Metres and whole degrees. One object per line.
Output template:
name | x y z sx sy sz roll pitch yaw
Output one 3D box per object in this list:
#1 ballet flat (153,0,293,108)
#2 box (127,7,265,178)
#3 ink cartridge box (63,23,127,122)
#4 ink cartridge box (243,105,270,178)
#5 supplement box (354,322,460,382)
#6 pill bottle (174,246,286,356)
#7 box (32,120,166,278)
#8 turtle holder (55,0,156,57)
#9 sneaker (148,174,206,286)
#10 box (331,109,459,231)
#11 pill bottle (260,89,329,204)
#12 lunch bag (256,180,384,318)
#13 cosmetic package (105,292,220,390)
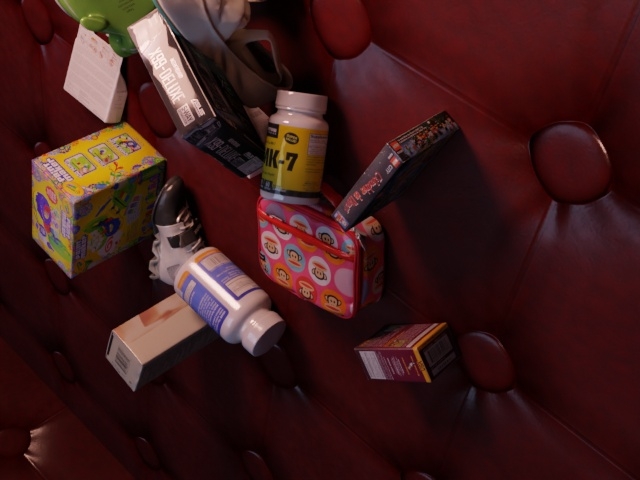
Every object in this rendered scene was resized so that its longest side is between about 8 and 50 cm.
ballet flat | -0.163 -0.384 1.647 0.139 0.139 0.400 29 170 33
box | -0.220 -0.267 1.693 0.243 0.076 0.307 62 -171 17
ink cartridge box | -0.548 -0.434 2.243 0.181 0.056 0.225 39 121 24
ink cartridge box | -0.143 -0.207 1.888 0.143 0.092 0.090 45 142 17
supplement box | 0.175 0.227 1.825 0.188 0.104 0.081 -9 109 52
pill bottle | -0.216 0.153 2.180 0.272 0.152 0.152 41 140 22
box | -0.569 -0.105 2.293 0.177 0.279 0.290 42 140 20
turtle holder | -0.447 -0.560 1.905 0.320 0.243 0.227 36 -179 -42
sneaker | -0.341 -0.015 2.253 0.146 0.122 0.331 22 132 14
box | 0.129 -0.120 1.584 0.044 0.159 0.233 51 142 10
pill bottle | -0.047 -0.180 1.731 0.119 0.119 0.209 16 103 42
lunch bag | 0.000 0.000 1.862 0.293 0.120 0.258 25 129 35
cosmetic package | -0.392 0.240 2.324 0.129 0.296 0.153 47 141 17
